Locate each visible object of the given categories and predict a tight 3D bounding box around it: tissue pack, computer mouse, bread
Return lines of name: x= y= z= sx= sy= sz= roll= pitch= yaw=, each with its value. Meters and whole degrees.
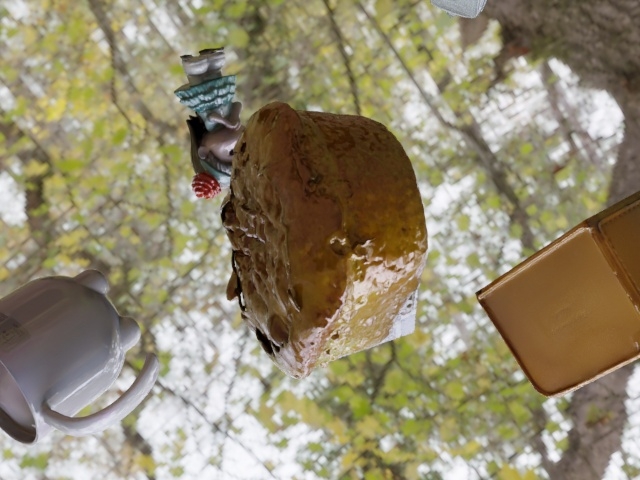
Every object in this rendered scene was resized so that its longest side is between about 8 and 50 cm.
tissue pack: x=0.339 y=0.031 z=1.235 sx=0.275 sy=0.145 sz=0.194 roll=-25 pitch=168 yaw=-36
computer mouse: x=0.266 y=-0.486 z=2.228 sx=0.229 sy=0.113 sz=0.068 roll=76 pitch=36 yaw=-82
bread: x=-0.001 y=0.001 z=1.539 sx=0.358 sy=0.204 sz=0.336 roll=116 pitch=-35 yaw=-54

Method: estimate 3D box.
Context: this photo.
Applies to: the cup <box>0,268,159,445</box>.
cup: x=-0.245 y=0.102 z=1.112 sx=0.142 sy=0.134 sz=0.174 roll=-35 pitch=-162 yaw=-33

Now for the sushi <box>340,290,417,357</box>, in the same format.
sushi: x=0.080 y=0.111 z=1.853 sx=0.215 sy=0.192 sz=0.050 roll=-16 pitch=-144 yaw=-26

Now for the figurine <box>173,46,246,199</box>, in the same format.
figurine: x=-0.188 y=-0.203 z=2.019 sx=0.138 sy=0.245 sz=0.110 roll=-23 pitch=-160 yaw=-31
